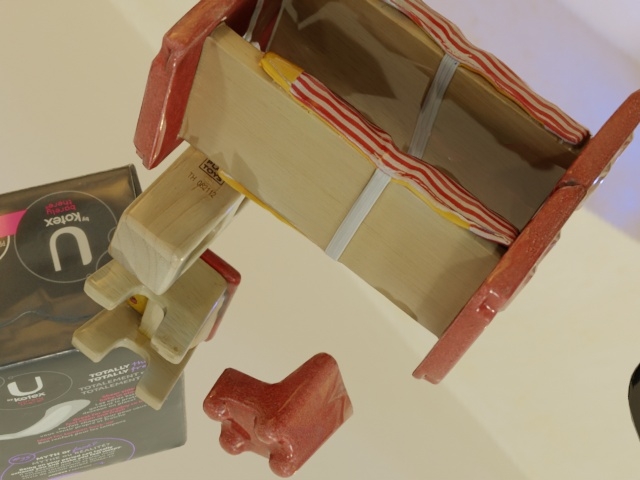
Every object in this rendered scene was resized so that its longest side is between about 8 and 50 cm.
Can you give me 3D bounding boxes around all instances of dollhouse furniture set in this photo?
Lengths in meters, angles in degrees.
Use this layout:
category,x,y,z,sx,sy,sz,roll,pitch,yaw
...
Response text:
category,x,y,z,sx,sy,sz,roll,pitch,yaw
dollhouse furniture set,0.000,0.000,0.800,0.201,0.374,0.152,39,-120,5

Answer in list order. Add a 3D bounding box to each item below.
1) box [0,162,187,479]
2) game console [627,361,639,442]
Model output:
category,x,y,z,sx,sy,sz,roll,pitch,yaw
box,-0.201,0.076,1.105,0.270,0.165,0.143,100,154,-63
game console,0.219,0.106,0.498,0.173,0.293,0.250,4,-120,-43
